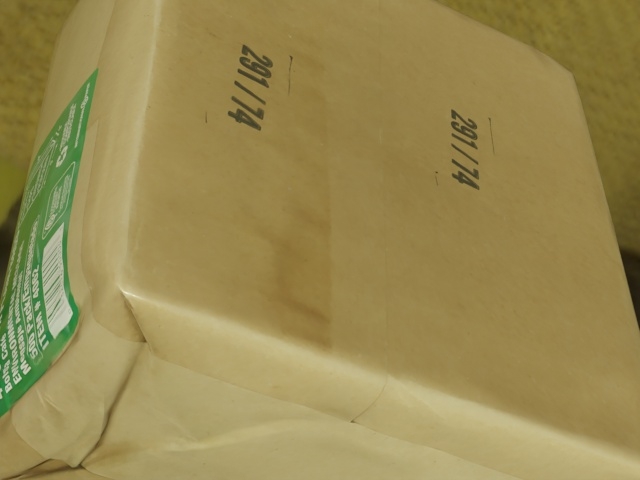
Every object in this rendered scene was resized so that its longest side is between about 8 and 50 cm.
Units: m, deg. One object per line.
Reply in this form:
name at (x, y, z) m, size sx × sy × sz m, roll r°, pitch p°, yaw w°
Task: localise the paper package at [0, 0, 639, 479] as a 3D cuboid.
paper package at (0.000, 0.000, 0.669) m, size 0.309 × 0.325 × 0.168 m, roll 21°, pitch 132°, yaw -22°
